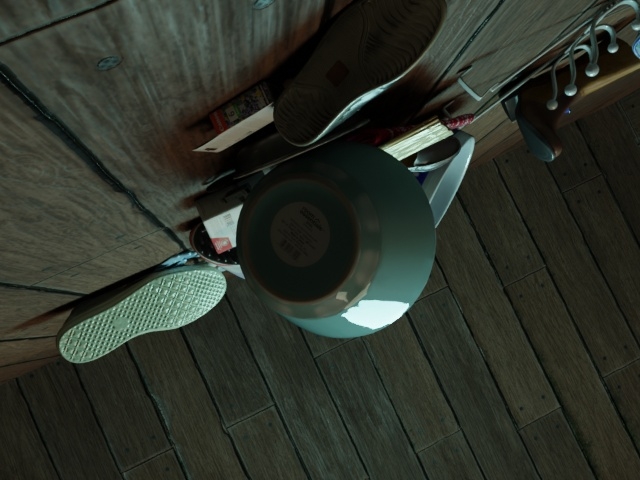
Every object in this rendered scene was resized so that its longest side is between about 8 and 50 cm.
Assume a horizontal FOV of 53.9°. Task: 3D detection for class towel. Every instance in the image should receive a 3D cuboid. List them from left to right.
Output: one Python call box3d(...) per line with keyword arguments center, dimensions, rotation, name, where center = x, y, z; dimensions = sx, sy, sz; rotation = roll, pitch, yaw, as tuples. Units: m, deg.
box3d(center=(0.120, -0.183, 1.126), dimensions=(0.274, 0.031, 0.198), rotation=(-19, -175, -40), name="towel")

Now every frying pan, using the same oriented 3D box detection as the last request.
box3d(center=(-0.053, -0.134, 0.897), dimensions=(0.197, 0.053, 0.326), rotation=(-27, -168, -18), name="frying pan")

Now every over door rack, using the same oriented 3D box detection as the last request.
box3d(center=(0.403, -0.298, 1.165), dimensions=(0.324, 0.108, 0.239), rotation=(-25, 175, 2), name="over door rack")

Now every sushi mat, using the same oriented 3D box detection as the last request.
box3d(center=(0.070, -0.120, 1.064), dimensions=(0.316, 0.019, 0.151), rotation=(-27, 174, 20), name="sushi mat")

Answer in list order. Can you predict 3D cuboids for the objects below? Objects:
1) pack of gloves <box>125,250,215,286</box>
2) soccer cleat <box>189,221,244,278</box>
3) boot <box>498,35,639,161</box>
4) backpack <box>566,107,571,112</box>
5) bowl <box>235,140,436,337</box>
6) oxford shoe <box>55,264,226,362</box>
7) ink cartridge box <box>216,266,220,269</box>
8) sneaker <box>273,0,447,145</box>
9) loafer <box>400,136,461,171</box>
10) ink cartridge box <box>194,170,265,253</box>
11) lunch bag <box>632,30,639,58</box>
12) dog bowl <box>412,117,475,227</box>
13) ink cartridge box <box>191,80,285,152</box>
box3d(center=(-0.378, 0.064, 1.687), dimensions=(0.232, 0.046, 0.195), rotation=(-28, 162, 28), name="pack of gloves")
box3d(center=(-0.131, 0.045, 1.342), dimensions=(0.109, 0.318, 0.116), rotation=(-65, -160, -6), name="soccer cleat")
box3d(center=(0.550, -0.302, 1.330), dimensions=(0.280, 0.096, 0.264), rotation=(-25, -149, 14), name="boot")
box3d(center=(0.532, -0.341, 1.529), dimensions=(0.101, 0.098, 0.120), rotation=(-16, -171, 4), name="backpack")
box3d(center=(0.000, 0.000, 0.923), dimensions=(0.311, 0.312, 0.163), rotation=(-27, 171, 20), name="bowl")
box3d(center=(-0.467, 0.170, 1.645), dimensions=(0.449, 0.169, 0.130), rotation=(-24, -156, -16), name="oxford shoe")
box3d(center=(-0.163, -0.001, 1.867), dimensions=(0.330, 0.072, 0.324), rotation=(-23, 178, 22), name="ink cartridge box")
box3d(center=(0.048, -0.194, 0.664), dimensions=(0.222, 0.083, 0.118), rotation=(-32, -172, 37), name="sneaker")
box3d(center=(0.181, -0.157, 1.177), dimensions=(0.170, 0.062, 0.061), rotation=(-17, 179, 5), name="loafer")
box3d(center=(-0.142, -0.049, 1.120), dimensions=(0.135, 0.056, 0.099), rotation=(-25, 143, -9), name="ink cartridge box")
box3d(center=(0.691, -0.338, 1.010), dimensions=(0.115, 0.303, 0.243), rotation=(-63, 177, -23), name="lunch bag")
box3d(center=(0.231, -0.128, 1.381), dimensions=(0.265, 0.104, 0.265), rotation=(-52, 161, -26), name="dog bowl")
box3d(center=(-0.093, -0.139, 0.723), dimensions=(0.115, 0.029, 0.063), rotation=(-26, 177, 20), name="ink cartridge box")
